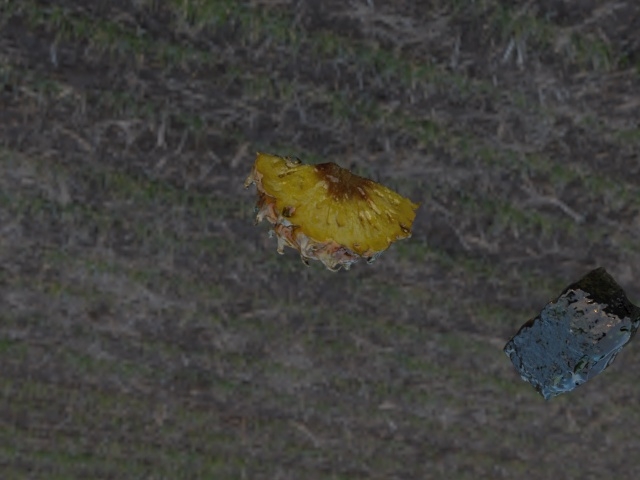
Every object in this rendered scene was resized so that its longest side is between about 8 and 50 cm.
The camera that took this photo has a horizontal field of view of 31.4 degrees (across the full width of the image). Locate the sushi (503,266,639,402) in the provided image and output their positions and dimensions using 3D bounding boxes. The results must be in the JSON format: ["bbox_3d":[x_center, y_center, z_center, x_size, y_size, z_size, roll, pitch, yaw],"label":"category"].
[{"bbox_3d":[0.372,0.141,1.666,0.124,0.127,0.225,-27,161,-36],"label":"sushi"}]

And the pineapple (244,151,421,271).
[{"bbox_3d":[-0.005,-0.002,1.524,0.250,0.139,0.164,21,135,-29],"label":"pineapple"}]
